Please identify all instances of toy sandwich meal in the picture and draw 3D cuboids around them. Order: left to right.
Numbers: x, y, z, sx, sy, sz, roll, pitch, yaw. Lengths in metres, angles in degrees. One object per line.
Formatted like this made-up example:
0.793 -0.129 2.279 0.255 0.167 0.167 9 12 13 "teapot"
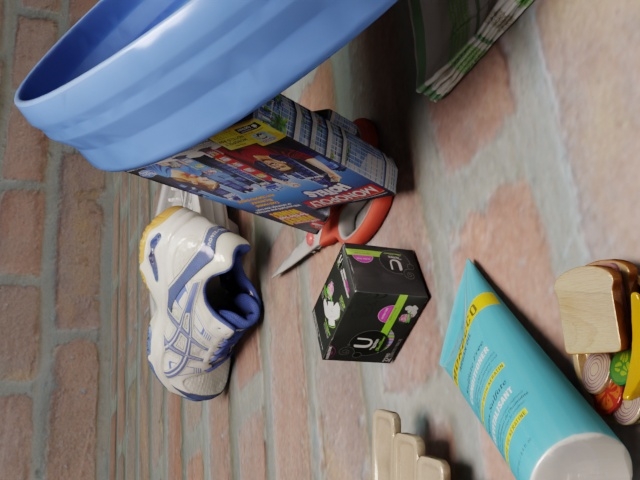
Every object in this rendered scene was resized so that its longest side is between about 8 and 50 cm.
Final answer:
0.145 0.051 0.443 0.085 0.029 0.086 -175 90 -70 "toy sandwich meal"

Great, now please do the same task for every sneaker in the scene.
-0.136 0.103 1.071 0.130 0.112 0.297 19 135 26 "sneaker"

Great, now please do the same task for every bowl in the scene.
-0.044 -0.197 0.629 0.391 0.077 0.391 -31 27 18 "bowl"

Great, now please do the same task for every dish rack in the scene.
-0.192 0.010 1.296 0.333 0.072 0.286 114 151 -41 "dish rack"

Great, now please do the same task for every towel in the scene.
0.103 -0.182 0.615 0.152 0.023 0.113 132 137 -58 "towel"

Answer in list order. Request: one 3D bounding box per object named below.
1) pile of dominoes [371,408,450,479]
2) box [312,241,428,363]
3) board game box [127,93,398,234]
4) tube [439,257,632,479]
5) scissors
0.092 0.246 0.570 0.251 0.040 0.196 34 118 57 "pile of dominoes"
0.037 0.050 0.687 0.052 0.062 0.083 -103 26 -43 "box"
-0.035 -0.067 0.727 0.194 0.194 0.060 -8 66 47 "board game box"
0.110 0.082 0.514 0.207 0.052 0.080 -115 41 -70 "tube"
0.000 0.000 0.853 0.297 0.021 0.109 123 143 -49 "scissors"
